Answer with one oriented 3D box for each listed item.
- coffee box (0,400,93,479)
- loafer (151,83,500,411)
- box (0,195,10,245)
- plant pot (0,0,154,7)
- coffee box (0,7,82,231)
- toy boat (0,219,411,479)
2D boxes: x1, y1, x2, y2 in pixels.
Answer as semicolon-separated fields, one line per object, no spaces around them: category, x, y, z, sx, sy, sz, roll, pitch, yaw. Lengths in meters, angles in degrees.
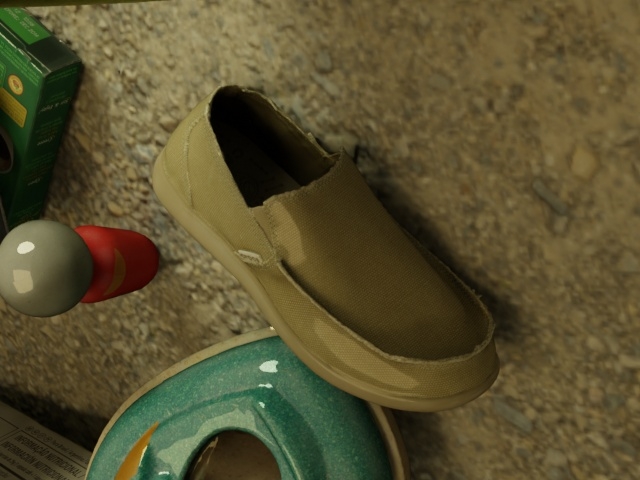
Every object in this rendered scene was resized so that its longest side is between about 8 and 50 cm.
coffee box;-0.315;0.372;1.107;0.338;0.334;0.338;14;126;48
loafer;0.000;0.000;0.800;0.268;0.102;0.092;37;140;19
box;-0.413;-0.092;0.921;0.182;0.294;0.296;-2;103;57
plant pot;-0.078;-0.265;0.613;0.274;0.274;0.294;4;102;40
coffee box;-0.249;-0.099;1.005;0.113;0.040;0.184;42;135;17
toy boat;-0.106;0.121;0.901;0.267;0.148;0.318;-39;76;21
